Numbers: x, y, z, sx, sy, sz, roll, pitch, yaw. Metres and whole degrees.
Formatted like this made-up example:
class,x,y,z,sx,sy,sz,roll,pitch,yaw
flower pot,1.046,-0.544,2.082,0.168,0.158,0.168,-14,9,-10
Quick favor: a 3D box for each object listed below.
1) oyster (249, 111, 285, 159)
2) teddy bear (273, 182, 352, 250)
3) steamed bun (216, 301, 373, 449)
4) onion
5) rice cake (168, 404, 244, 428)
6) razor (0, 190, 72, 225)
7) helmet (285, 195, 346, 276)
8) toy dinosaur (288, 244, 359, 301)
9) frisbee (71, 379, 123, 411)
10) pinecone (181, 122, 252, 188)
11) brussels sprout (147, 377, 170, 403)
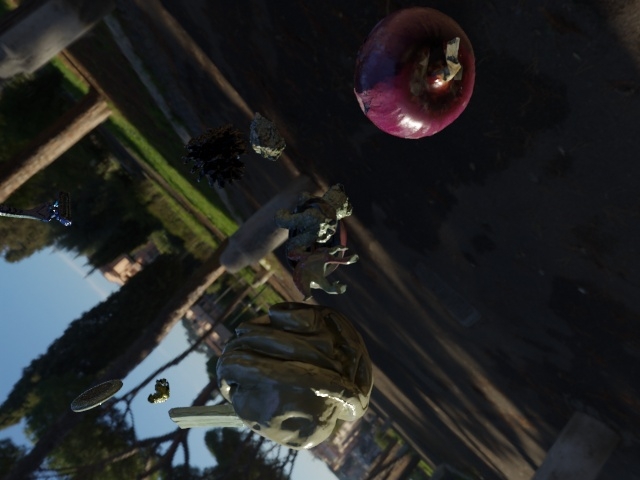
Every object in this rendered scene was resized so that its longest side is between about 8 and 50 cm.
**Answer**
class,x,y,z,sx,sy,sz,roll,pitch,yaw
oyster,-0.134,-0.255,1.381,0.100,0.098,0.037,24,-169,7
teddy bear,-0.001,-0.064,1.326,0.133,0.213,0.111,61,161,-15
steamed bun,-0.046,0.266,1.249,0.352,0.247,0.339,2,-155,-39
onion,0.133,-0.229,0.777,0.153,0.177,0.177,50,171,33
rice cake,-0.322,0.502,1.583,0.211,0.038,0.124,-1,145,4
razor,-0.669,-0.078,1.104,0.324,0.056,0.093,9,-140,-36
helmet,0.000,0.000,1.782,0.198,0.253,0.154,16,175,29
toy dinosaur,-0.019,0.058,1.006,0.167,0.242,0.053,0,114,23
frisbee,-0.472,0.326,1.179,0.014,0.110,0.110,69,162,-10
pinecone,-0.203,-0.165,1.107,0.121,0.140,0.140,62,162,-16
brussels sprout,-0.503,0.473,1.751,0.058,0.085,0.085,20,-173,-42
